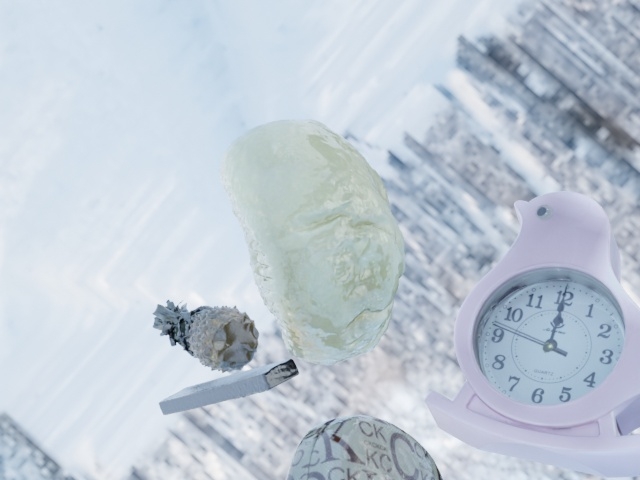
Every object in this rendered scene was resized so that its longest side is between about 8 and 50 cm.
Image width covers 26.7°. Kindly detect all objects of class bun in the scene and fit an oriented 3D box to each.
[{"bbox_3d":[0.000,0.000,0.973,0.111,0.188,0.164,-22,-170,-7],"label":"bun"}]

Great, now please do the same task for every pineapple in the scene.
[{"bbox_3d":[-0.128,0.097,1.456,0.074,0.074,0.159,-49,-151,-19],"label":"pineapple"}]

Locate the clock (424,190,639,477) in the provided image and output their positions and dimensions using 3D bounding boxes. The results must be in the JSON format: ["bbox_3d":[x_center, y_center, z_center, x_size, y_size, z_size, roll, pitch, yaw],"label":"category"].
[{"bbox_3d":[0.282,0.096,1.341,0.275,0.290,0.080,-67,153,-21],"label":"clock"}]

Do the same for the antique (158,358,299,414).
[{"bbox_3d":[-0.075,0.116,1.043,0.031,0.015,0.192,-27,-178,-32],"label":"antique"}]

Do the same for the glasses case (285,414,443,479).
[{"bbox_3d":[0.021,0.285,0.868,0.085,0.137,0.355,-18,-130,37],"label":"glasses case"}]
